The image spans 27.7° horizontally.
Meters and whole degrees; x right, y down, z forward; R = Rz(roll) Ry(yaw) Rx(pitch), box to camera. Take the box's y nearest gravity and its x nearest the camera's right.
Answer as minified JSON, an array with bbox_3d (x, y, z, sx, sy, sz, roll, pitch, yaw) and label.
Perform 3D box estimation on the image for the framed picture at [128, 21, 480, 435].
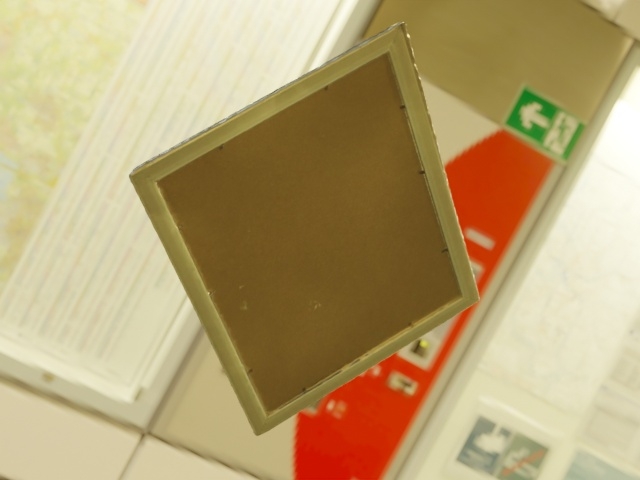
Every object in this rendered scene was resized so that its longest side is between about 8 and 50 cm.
[{"bbox_3d":[0.000,0.000,0.932,0.017,0.217,0.274,46,-19,48],"label":"framed picture"}]
